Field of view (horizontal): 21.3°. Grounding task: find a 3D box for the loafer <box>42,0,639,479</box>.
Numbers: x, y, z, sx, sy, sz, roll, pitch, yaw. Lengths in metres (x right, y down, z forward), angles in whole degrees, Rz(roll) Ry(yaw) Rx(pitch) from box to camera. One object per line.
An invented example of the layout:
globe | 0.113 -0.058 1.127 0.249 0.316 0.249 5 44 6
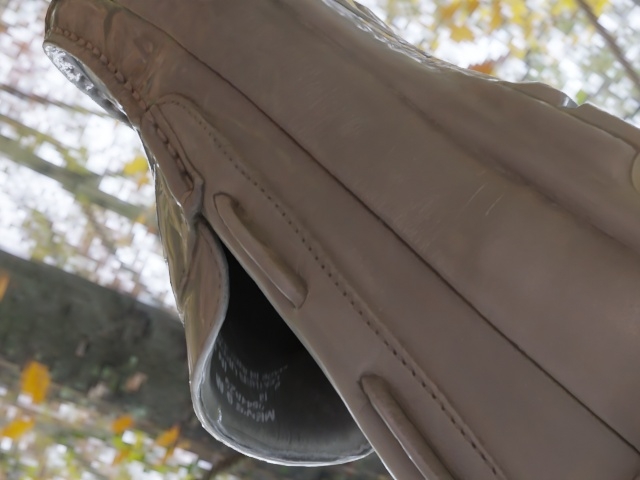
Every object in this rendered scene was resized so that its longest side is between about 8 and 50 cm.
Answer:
loafer | 0.000 0.000 0.435 0.111 0.112 0.319 -53 -143 -1
